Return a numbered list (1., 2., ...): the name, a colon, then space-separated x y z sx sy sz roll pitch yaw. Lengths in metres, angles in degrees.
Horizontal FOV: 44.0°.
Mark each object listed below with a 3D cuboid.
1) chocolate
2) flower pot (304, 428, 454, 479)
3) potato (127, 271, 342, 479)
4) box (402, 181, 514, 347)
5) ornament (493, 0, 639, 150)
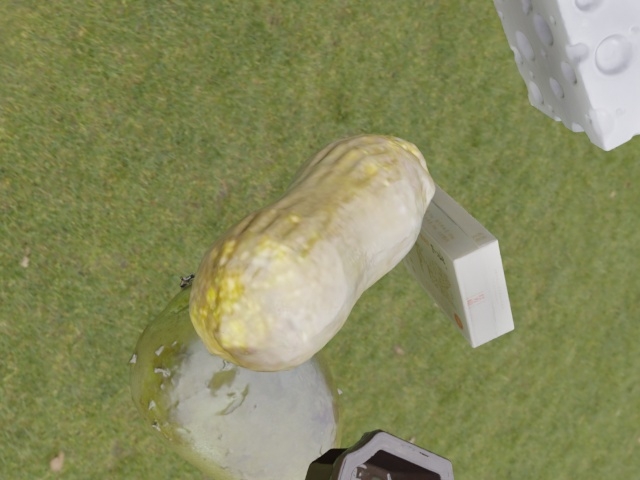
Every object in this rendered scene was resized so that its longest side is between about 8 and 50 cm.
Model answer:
1. chocolate: 0.000 0.000 0.686 0.309 0.134 0.134 -44 136 -44
2. flower pot: 0.029 0.309 0.749 0.179 0.084 0.250 32 69 -36
3. potato: -0.097 0.207 1.116 0.359 0.219 0.269 52 56 -30
4. box: 0.152 0.017 0.963 0.058 0.201 0.141 -24 123 -7
5. ornament: 0.395 -0.303 1.050 0.239 0.240 0.239 -28 116 3
